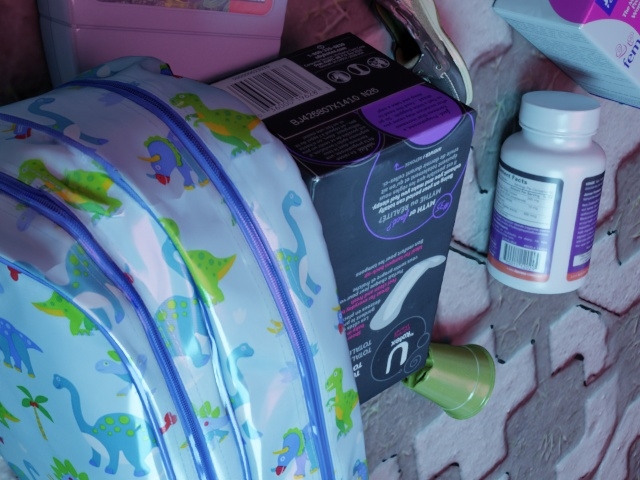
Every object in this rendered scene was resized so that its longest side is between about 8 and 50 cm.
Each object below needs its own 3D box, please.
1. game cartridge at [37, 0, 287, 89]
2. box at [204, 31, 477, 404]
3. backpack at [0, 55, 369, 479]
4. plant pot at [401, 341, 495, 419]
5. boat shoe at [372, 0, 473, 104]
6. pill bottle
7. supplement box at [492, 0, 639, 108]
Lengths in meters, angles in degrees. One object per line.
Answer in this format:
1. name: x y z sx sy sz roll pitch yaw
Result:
1. game cartridge: -0.101 -0.235 0.757 0.196 0.060 0.294 -5 112 -38
2. box: 0.000 0.000 0.862 0.165 0.143 0.270 -25 137 -34
3. backpack: -0.111 0.062 0.706 0.273 0.290 0.355 -19 124 -42
4. plant pot: 0.126 0.139 1.142 0.079 0.083 0.083 22 93 -34
5. boat shoe: 0.088 -0.171 0.970 0.049 0.056 0.152 -43 124 -14
6. pill bottle: 0.236 -0.052 1.125 0.108 0.108 0.193 -15 119 -39
7. supplement box: 0.290 -0.225 1.093 0.220 0.114 0.111 24 92 -45
